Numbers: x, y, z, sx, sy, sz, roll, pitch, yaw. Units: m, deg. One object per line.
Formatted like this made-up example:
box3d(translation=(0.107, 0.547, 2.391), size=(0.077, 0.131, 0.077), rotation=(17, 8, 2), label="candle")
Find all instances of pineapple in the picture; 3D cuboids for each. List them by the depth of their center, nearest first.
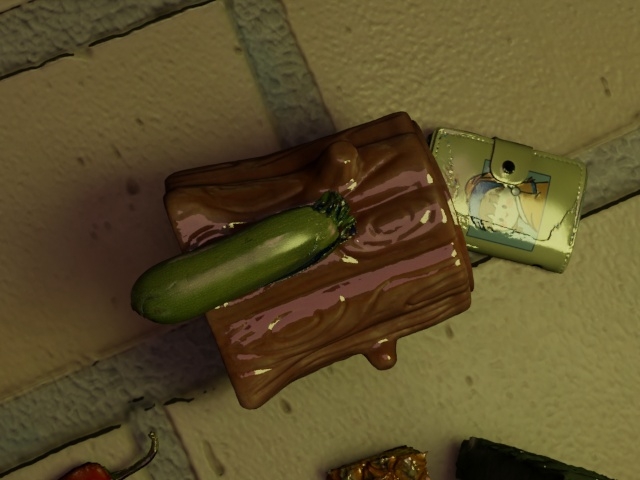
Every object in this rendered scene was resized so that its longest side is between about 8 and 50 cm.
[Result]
box3d(translation=(0.068, 0.236, 1.174), size=(0.114, 0.077, 0.114), rotation=(-17, 101, 27), label="pineapple")

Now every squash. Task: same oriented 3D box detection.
box3d(translation=(-0.057, 0.016, 0.972), size=(0.183, 0.052, 0.052), rotation=(-22, 89, -7), label="squash")

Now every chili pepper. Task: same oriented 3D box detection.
box3d(translation=(-0.249, 0.259, 1.136), size=(0.268, 0.050, 0.059), rotation=(-34, 107, -7), label="chili pepper")

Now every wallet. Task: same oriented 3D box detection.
box3d(translation=(0.168, -0.040, 1.205), size=(0.155, 0.039, 0.110), rotation=(14, 86, -6), label="wallet")

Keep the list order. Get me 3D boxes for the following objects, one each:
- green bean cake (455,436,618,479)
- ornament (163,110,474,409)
box3d(translation=(0.175, 0.302, 1.083), size=(0.132, 0.255, 0.241), rotation=(15, 84, -13), label="green bean cake")
box3d(translation=(0.000, 0.000, 1.089), size=(0.217, 0.221, 0.235), rotation=(-19, 44, 0), label="ornament")
